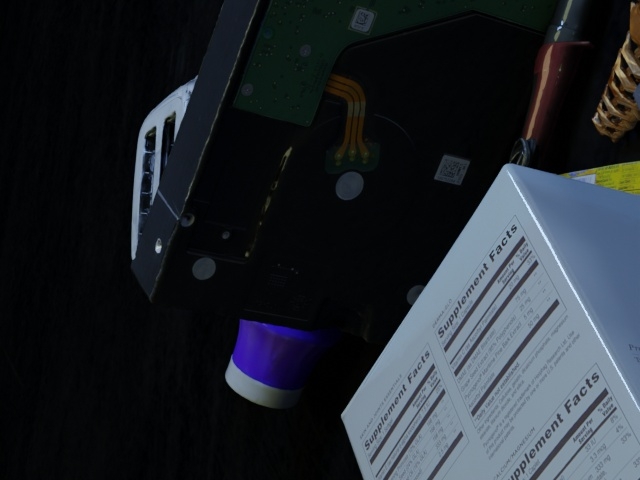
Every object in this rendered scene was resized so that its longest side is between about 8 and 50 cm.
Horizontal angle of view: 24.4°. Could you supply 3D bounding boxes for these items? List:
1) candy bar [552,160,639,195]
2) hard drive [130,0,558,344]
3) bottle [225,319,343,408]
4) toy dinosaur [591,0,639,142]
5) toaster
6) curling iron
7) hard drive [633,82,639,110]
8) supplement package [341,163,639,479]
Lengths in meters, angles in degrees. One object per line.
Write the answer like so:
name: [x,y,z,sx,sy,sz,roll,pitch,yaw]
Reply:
candy bar: [0.194,-0.033,0.955,0.161,0.018,0.040,-8,69,60]
hard drive: [0.028,-0.096,1.051,0.064,0.236,0.339,50,123,55]
bottle: [0.000,0.000,1.198,0.118,0.092,0.283,-73,5,-73]
toy dinosaur: [0.200,-0.200,0.861,0.322,0.164,0.218,-59,38,30]
toaster: [-0.081,-0.038,1.316,0.129,0.146,0.227,-25,58,56]
curling iron: [0.170,-0.127,1.007,0.068,0.035,0.274,172,117,-80]
hard drive: [0.265,-0.040,0.710,0.172,0.054,0.255,-58,43,36]
supplement package: [0.168,0.132,0.751,0.198,0.199,0.263,-59,34,32]
